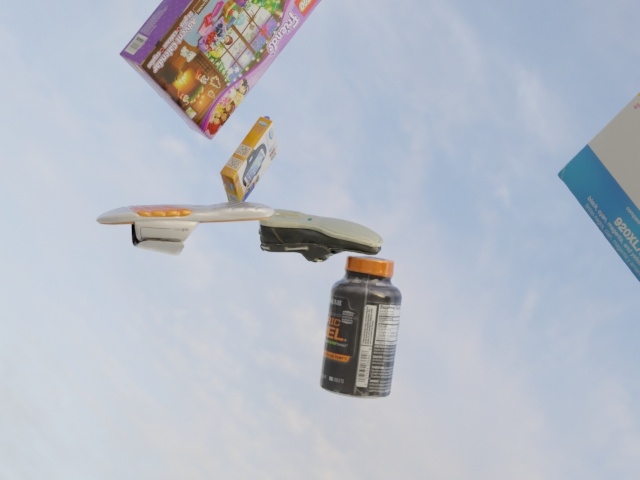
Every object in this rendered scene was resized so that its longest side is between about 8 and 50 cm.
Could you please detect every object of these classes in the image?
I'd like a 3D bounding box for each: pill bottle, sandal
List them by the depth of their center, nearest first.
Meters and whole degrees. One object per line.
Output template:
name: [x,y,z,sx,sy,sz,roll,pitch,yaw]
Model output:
sandal: [-0.200,-0.014,1.594,0.265,0.102,0.076,-2,-82,-7]
pill bottle: [0.075,0.150,1.904,0.131,0.130,0.245,8,-89,36]

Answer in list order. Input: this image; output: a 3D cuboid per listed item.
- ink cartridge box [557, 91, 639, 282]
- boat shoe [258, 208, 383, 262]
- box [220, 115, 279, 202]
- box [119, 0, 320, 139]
ink cartridge box: [0.415,-0.084,1.124,0.232,0.171,0.168,-50,-123,32]
boat shoe: [0.000,0.000,1.913,0.233,0.084,0.079,9,-70,16]
box: [-0.104,-0.128,1.658,0.028,0.136,0.081,26,-25,20]
box: [-0.140,-0.322,1.597,0.057,0.293,0.201,31,-10,37]
